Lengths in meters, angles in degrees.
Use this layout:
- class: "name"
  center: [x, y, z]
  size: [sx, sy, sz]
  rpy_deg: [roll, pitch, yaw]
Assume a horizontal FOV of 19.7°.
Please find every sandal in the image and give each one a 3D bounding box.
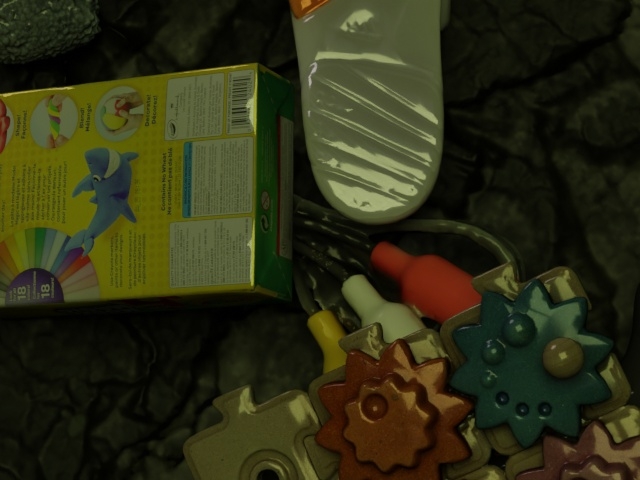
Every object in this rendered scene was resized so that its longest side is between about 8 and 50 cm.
- class: "sandal"
  center: [0.026, -0.122, 1.074]
  size: [0.102, 0.076, 0.265]
  rpy_deg: [0, 68, 4]

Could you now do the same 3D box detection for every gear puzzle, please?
- class: "gear puzzle"
  center: [0.011, 0.147, 0.965]
  size: [0.339, 0.044, 0.175]
  rpy_deg: [-26, 85, 15]

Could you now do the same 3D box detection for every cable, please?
- class: "cable"
  center: [0.000, 0.000, 1.038]
  size: [0.287, 0.072, 0.139]
  rpy_deg: [41, 89, 16]

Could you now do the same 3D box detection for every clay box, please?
- class: "clay box"
  center: [-0.124, -0.023, 1.045]
  size: [0.222, 0.053, 0.127]
  rpy_deg: [-4, 79, 26]

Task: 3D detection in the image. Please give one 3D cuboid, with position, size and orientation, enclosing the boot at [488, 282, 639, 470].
- class: "boot"
  center: [0.132, 0.100, 0.997]
  size: [0.137, 0.077, 0.198]
  rpy_deg: [6, 72, 14]

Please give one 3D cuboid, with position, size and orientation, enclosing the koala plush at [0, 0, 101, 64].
- class: "koala plush"
  center: [-0.121, -0.242, 1.079]
  size: [0.221, 0.196, 0.203]
  rpy_deg: [-10, 60, 8]
